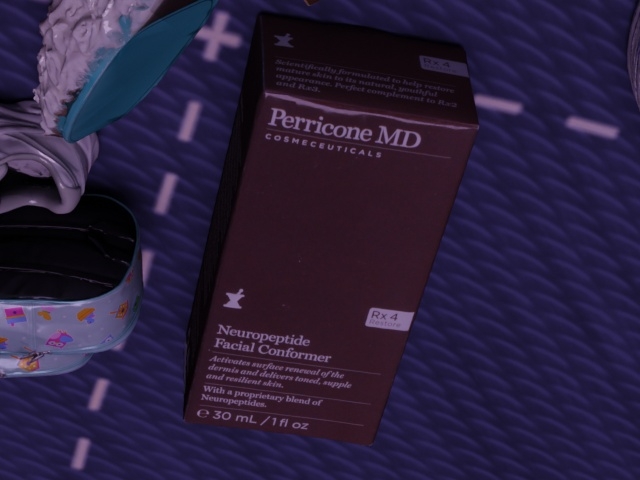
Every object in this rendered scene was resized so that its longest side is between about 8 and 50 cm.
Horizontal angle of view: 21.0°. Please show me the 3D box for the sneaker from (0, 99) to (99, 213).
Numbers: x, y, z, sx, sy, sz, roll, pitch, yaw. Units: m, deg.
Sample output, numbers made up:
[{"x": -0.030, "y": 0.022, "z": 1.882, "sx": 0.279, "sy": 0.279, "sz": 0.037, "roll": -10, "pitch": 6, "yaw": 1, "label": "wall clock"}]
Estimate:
[{"x": -0.308, "y": -0.078, "z": 1.492, "sx": 0.232, "sy": 0.115, "sz": 0.090, "roll": 8, "pitch": 127, "yaw": -10, "label": "sneaker"}]

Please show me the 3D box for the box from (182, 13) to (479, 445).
[{"x": 0.000, "y": 0.000, "z": 1.561, "sx": 0.191, "sy": 0.143, "sz": 0.381, "roll": 8, "pitch": 125, "yaw": -9, "label": "box"}]

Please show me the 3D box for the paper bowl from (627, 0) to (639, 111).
[{"x": 0.415, "y": -0.142, "z": 1.471, "sx": 0.284, "sy": 0.148, "sz": 0.284, "roll": -3, "pitch": 128, "yaw": -3, "label": "paper bowl"}]

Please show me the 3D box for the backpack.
[{"x": -0.251, "y": 0.037, "z": 1.553, "sx": 0.188, "sy": 0.166, "sz": 0.144, "roll": -4, "pitch": 129, "yaw": 4, "label": "backpack"}]

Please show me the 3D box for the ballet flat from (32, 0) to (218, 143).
[{"x": -0.133, "y": -0.232, "z": 1.367, "sx": 0.147, "sy": 0.147, "sz": 0.409, "roll": 24, "pitch": 142, "yaw": -20, "label": "ballet flat"}]

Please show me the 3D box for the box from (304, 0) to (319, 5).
[{"x": 0.004, "y": -0.347, "z": 1.341, "sx": 0.201, "sy": 0.057, "sz": 0.293, "roll": -26, "pitch": 125, "yaw": 15, "label": "box"}]
